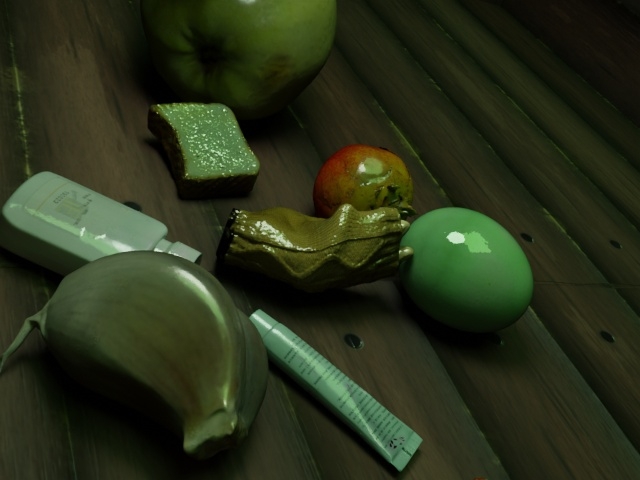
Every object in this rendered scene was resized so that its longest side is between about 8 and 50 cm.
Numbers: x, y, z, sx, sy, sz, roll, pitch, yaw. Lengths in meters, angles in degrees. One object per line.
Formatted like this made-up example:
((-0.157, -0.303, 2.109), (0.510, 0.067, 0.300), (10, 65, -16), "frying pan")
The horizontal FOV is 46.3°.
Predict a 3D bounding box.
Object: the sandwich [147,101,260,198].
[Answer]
((-0.236, -0.186, 1.521), (0.186, 0.065, 0.214), (-8, 57, -32), "sandwich")

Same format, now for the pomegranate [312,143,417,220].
((0.094, -0.090, 1.521), (0.210, 0.210, 0.235), (1, 28, -33), "pomegranate")

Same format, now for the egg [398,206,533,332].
((0.274, 0.058, 1.424), (0.270, 0.220, 0.220), (40, 35, 9), "egg")

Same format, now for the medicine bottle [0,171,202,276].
((-0.343, 0.006, 1.190), (0.296, 0.111, 0.161), (23, 35, -1), "medicine bottle")

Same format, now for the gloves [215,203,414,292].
((-0.008, 0.015, 1.345), (0.356, 0.155, 0.203), (-1, 0, -5), "gloves")

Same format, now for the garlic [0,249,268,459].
((-0.231, 0.148, 1.049), (0.340, 0.231, 0.246), (15, 77, 11), "garlic")

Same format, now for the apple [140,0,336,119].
((-0.183, -0.500, 1.695), (0.474, 0.473, 0.473), (18, 34, -12), "apple")

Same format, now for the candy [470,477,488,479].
((0.225, 0.420, 1.073), (0.056, 0.049, 0.184), (1, 37, 16), "candy")

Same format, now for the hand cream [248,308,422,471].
((0.014, 0.225, 1.171), (0.331, 0.058, 0.085), (36, 33, 15), "hand cream")
